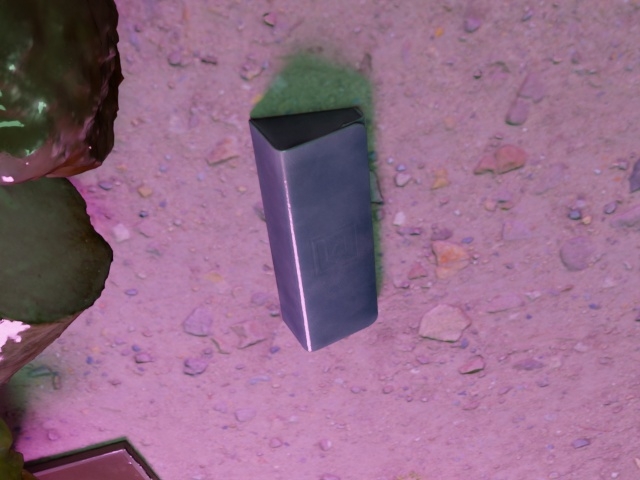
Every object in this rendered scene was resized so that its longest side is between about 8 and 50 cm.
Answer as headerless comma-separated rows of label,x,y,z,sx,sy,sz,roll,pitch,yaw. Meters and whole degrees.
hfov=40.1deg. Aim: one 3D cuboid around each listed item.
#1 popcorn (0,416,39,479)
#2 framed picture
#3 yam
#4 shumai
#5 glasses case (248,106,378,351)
popcorn,-0.443,0.360,0.991,0.274,0.279,0.335,34,138,3
framed picture,-0.288,0.362,1.182,0.184,0.016,0.250,-17,132,10
yam,-0.352,0.064,0.788,0.300,0.195,0.195,-39,125,25
shumai,-0.174,-0.200,0.518,0.262,0.314,0.267,-49,138,14
glasses case,0.000,0.000,0.853,0.105,0.056,0.266,-6,133,1
